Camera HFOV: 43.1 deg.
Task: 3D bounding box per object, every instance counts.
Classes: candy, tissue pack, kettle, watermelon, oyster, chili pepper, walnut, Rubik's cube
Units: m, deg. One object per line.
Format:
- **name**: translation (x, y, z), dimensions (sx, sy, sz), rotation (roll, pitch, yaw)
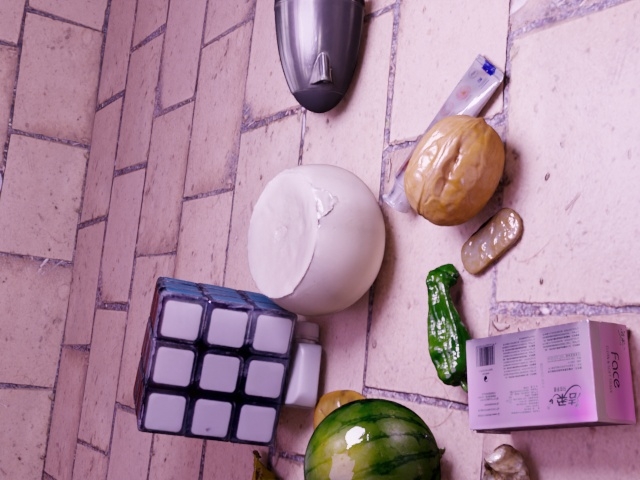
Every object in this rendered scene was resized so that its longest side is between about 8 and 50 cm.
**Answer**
- **candy**: translation (-0.106, 0.587, 1.781), dimensions (0.297, 0.081, 0.187), rotation (-171, 92, -67)
- **tissue pack**: translation (0.337, 0.212, 1.217), dimensions (0.246, 0.092, 0.149), rotation (-21, 63, 52)
- **kettle**: translation (-0.017, -0.421, 1.837), dimensions (0.250, 0.207, 0.271), rotation (-2, 87, 49)
- **watermelon**: translation (0.091, 0.395, 1.402), dimensions (0.242, 0.242, 0.242), rotation (-22, 63, 52)
- **oyster**: translation (0.260, 0.472, 1.282), dimensions (0.166, 0.094, 0.294), rotation (-96, 23, -55)
- **chili pepper**: translation (0.226, 0.154, 1.416), dimensions (0.100, 0.074, 0.257), rotation (-43, 47, 42)
- **walnut**: translation (0.235, -0.122, 1.416), dimensions (0.159, 0.159, 0.207), rotation (50, 122, 49)
- **Rubik's cube**: translation (-0.242, 0.262, 1.815), dimensions (0.305, 0.301, 0.304), rotation (-158, 79, -74)

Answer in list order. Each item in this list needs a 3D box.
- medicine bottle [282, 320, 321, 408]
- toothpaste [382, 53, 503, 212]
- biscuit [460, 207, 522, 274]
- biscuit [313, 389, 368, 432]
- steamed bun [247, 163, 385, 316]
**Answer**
- **medicine bottle**: translation (-0.043, 0.273, 1.772), dimensions (0.119, 0.069, 0.183), rotation (147, 130, -65)
- **toothpaste**: translation (0.228, -0.196, 1.529), dimensions (0.323, 0.066, 0.100), rotation (-57, 35, 23)
- **biscuit**: translation (0.295, 0.002, 1.409), dimensions (0.147, 0.018, 0.071), rotation (-48, 47, 36)
- **biscuit**: translation (0.046, 0.399, 1.634), dimensions (0.260, 0.041, 0.203), rotation (45, 119, 57)
- **steamed bun**: translation (0.000, 0.000, 1.673), dimensions (0.324, 0.206, 0.324), rotation (-19, 67, 55)
